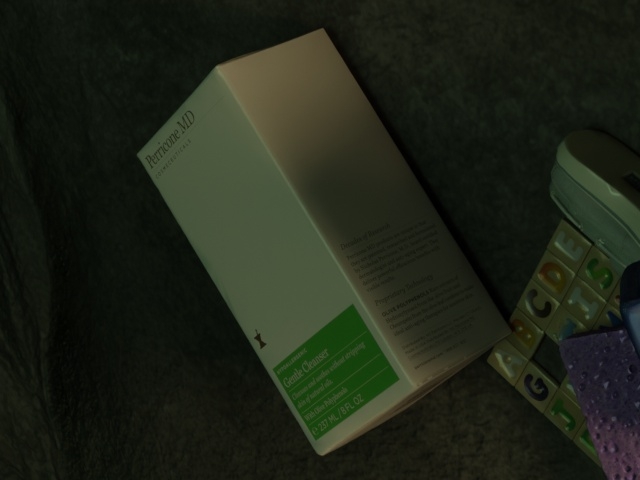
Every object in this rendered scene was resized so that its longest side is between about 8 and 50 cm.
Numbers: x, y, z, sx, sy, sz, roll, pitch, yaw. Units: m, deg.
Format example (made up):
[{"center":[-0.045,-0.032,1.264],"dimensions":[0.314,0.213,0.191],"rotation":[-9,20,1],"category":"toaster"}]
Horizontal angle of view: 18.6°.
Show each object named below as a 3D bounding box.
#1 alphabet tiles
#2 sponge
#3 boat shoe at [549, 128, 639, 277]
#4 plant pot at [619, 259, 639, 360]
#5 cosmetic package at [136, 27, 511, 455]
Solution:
[{"center":[0.268,0.097,1.821],"dimensions":[0.198,0.009,0.237],"rotation":[43,133,23],"category":"alphabet tiles"},{"center":[0.303,0.177,1.793],"dimensions":[0.117,0.031,0.210],"rotation":[-17,94,46],"category":"sponge"},{"center":[0.288,-0.003,1.715],"dimensions":[0.227,0.079,0.081],"rotation":[47,141,28],"category":"boat shoe"},{"center":[0.371,0.096,1.496],"dimensions":[0.236,0.236,0.212],"rotation":[-18,95,13],"category":"plant pot"},{"center":[0.000,0.000,1.938],"dimensions":[0.365,0.155,0.197],"rotation":[57,140,9],"category":"cosmetic package"}]
